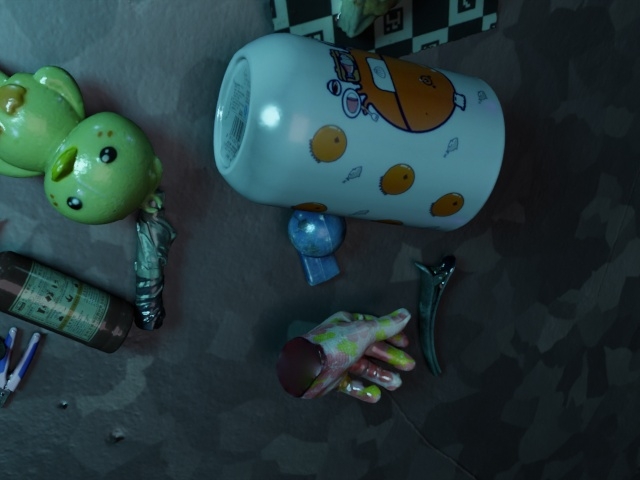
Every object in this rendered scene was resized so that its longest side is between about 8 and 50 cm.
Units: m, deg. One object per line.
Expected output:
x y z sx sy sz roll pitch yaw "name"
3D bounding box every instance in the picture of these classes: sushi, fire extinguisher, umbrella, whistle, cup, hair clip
0.105 -0.375 0.749 0.359 0.064 0.343 -22 132 -18 "sushi"
-0.339 0.052 0.745 0.231 0.071 0.099 33 66 -29 "fire extinguisher"
-0.219 0.025 0.803 0.050 0.046 0.188 -8 109 -42 "umbrella"
0.000 0.000 0.871 0.090 0.090 0.158 -24 115 -16 "whistle"
0.038 -0.130 0.772 0.317 0.212 0.212 5 105 -25 "cup"
-0.301 -0.114 0.663 0.294 0.141 0.141 32 92 -29 "whistle"
0.187 0.134 1.037 0.070 0.039 0.229 -11 116 -21 "hair clip"

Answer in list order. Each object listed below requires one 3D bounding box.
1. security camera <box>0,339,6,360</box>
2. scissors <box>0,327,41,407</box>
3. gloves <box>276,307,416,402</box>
-0.436 0.156 0.744 0.092 0.058 0.058 -46 120 5 "security camera"
-0.396 0.165 0.783 0.039 0.012 0.113 22 98 -29 "scissors"
0.050 0.168 0.939 0.241 0.126 0.145 -5 107 -54 "gloves"
